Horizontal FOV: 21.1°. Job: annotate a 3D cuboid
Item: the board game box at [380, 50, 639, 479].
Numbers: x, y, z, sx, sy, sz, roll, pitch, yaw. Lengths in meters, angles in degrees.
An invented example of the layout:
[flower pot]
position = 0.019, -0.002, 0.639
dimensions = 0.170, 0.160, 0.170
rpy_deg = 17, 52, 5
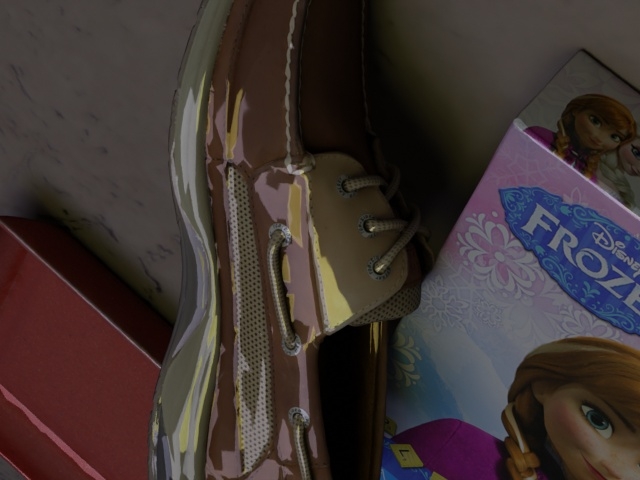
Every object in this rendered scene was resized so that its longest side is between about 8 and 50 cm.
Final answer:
[board game box]
position = 0.180, 0.113, 0.845
dimensions = 0.318, 0.066, 0.318
rpy_deg = 37, 143, 10

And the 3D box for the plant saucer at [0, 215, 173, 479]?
[plant saucer]
position = -0.144, 0.116, 1.172
dimensions = 0.259, 0.048, 0.258
rpy_deg = 41, 143, 3

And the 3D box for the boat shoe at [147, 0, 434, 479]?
[boat shoe]
position = 0.000, 0.000, 0.817
dimensions = 0.116, 0.123, 0.324
rpy_deg = 14, 111, 24
